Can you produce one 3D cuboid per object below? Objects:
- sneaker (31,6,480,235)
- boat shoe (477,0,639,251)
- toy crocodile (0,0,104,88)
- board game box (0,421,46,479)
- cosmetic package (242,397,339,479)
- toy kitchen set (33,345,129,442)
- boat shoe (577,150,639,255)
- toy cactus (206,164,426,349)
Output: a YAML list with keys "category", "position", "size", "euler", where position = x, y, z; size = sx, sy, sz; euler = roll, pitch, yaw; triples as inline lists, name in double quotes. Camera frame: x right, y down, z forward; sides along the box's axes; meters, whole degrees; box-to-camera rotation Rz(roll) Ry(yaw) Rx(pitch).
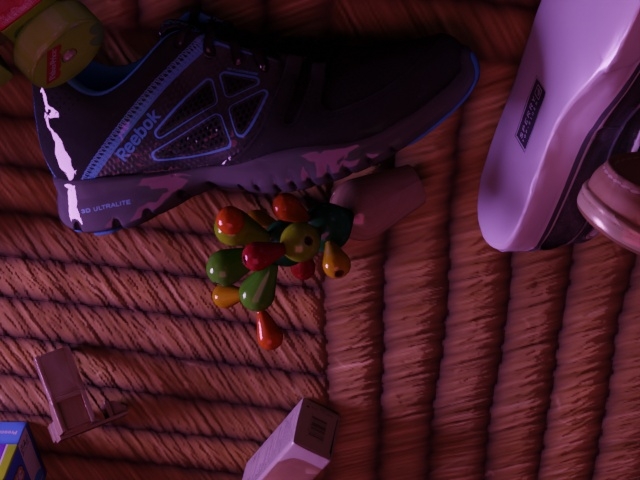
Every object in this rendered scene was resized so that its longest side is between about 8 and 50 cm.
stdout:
- category: "sneaker"
  position: [-0.055, -0.106, 1.220]
  size: [0.340, 0.125, 0.140]
  euler: [-14, 105, 11]
- category: "boat shoe"
  position: [0.206, -0.107, 1.181]
  size: [0.102, 0.108, 0.301]
  euler: [0, 132, -20]
- category: "toy crocodile"
  position: [-0.270, -0.127, 1.182]
  size: [0.340, 0.105, 0.115]
  euler: [-43, 73, 3]
- category: "board game box"
  position: [-0.459, 0.278, 1.554]
  size: [0.347, 0.233, 0.078]
  euler: [-1, 130, 12]
- category: "cosmetic package"
  position: [-0.030, 0.203, 1.518]
  size: [0.041, 0.060, 0.115]
  euler: [28, 131, -13]
- category: "toy kitchen set"
  position: [-0.222, 0.138, 1.527]
  size: [0.068, 0.075, 0.083]
  euler: [-19, 172, -19]
- category: "boat shoe"
  position: [0.341, -0.046, 1.165]
  size: [0.341, 0.122, 0.110]
  euler: [-1, 122, -21]
- category: "toy cactus"
  position: [0.000, 0.000, 1.287]
  size: [0.180, 0.112, 0.219]
  euler: [-25, 171, -9]
